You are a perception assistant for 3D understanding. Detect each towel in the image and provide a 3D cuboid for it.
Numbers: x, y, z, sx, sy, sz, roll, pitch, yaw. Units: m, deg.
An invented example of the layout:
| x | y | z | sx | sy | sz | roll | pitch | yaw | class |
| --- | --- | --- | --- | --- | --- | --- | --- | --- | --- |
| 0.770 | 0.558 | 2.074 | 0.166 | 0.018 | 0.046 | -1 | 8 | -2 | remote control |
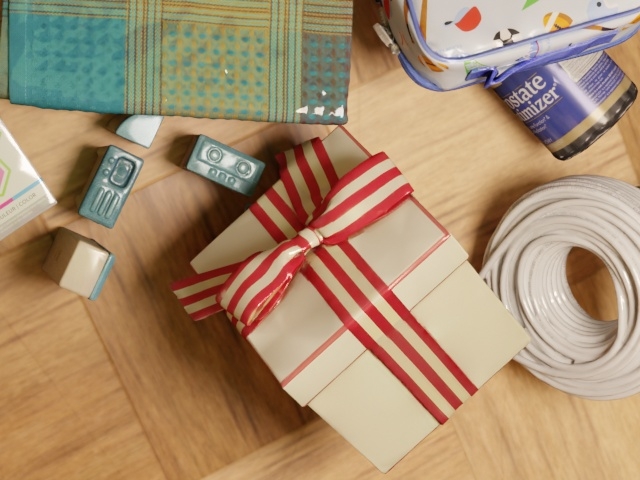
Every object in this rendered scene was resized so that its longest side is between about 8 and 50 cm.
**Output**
| x | y | z | sx | sy | sz | roll | pitch | yaw | class |
| --- | --- | --- | --- | --- | --- | --- | --- | --- | --- |
| -0.147 | -0.263 | 1.676 | 0.370 | 0.040 | 0.272 | 3 | 89 | -10 | towel |

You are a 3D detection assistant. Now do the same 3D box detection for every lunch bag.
| x | y | z | sx | sy | sz | roll | pitch | yaw | class |
| --- | --- | --- | --- | --- | --- | --- | --- | --- | --- |
| 0.196 | -0.286 | 1.689 | 0.303 | 0.115 | 0.243 | -17 | 80 | -11 | lunch bag |

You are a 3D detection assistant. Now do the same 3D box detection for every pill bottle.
| x | y | z | sx | sy | sz | roll | pitch | yaw | class |
| --- | --- | --- | --- | --- | --- | --- | --- | --- | --- |
| 0.243 | -0.207 | 1.802 | 0.123 | 0.123 | 0.219 | -44 | 95 | -7 | pill bottle |

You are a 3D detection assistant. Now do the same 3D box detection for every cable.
| x | y | z | sx | sy | sz | roll | pitch | yaw | class |
| --- | --- | --- | --- | --- | --- | --- | --- | --- | --- |
| 0.302 | 0.055 | 1.800 | 0.089 | 0.257 | 0.257 | -22 | 142 | -47 | cable |

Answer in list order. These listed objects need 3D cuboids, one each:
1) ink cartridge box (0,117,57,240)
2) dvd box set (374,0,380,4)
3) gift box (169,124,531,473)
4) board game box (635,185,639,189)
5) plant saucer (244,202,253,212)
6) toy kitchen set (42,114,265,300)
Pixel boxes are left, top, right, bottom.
| x | y | z | sx | sy | sz | roll | pitch | yaw | class |
| --- | --- | --- | --- | --- | --- | --- | --- | --- | --- |
| -0.377 | -0.097 | 1.658 | 0.109 | 0.062 | 0.209 | -34 | 106 | -9 | ink cartridge box |
| 0.196 | -0.486 | 1.786 | 0.420 | 0.062 | 0.308 | -27 | 105 | -12 | dvd box set |
| 0.019 | 0.053 | 1.685 | 0.255 | 0.276 | 0.258 | -46 | 137 | -3 | gift box |
| 0.545 | -0.029 | 1.865 | 0.336 | 0.254 | 0.079 | -7 | 100 | -17 | board game box |
| 0.000 | 0.000 | 1.818 | 0.192 | 0.018 | 0.067 | 6 | 97 | -18 | plant saucer |
| -0.172 | -0.022 | 1.703 | 0.166 | 0.122 | 0.207 | 25 | 90 | -20 | toy kitchen set |
